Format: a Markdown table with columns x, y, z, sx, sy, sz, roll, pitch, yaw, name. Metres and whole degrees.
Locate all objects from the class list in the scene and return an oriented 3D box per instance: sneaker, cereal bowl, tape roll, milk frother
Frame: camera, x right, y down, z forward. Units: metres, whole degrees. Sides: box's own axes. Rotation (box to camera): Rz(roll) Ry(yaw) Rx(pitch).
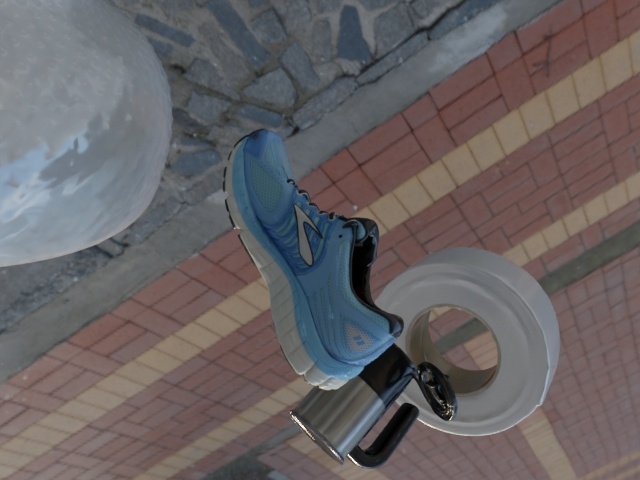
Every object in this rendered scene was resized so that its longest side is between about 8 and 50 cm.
| x | y | z | sx | sy | sz | roll | pitch | yaw | name |
| --- | --- | --- | --- | --- | --- | --- | --- | --- | --- |
| 0.000 | 0.000 | 0.356 | 0.073 | 0.162 | 0.063 | -31 | 160 | 17 | sneaker |
| -0.256 | -0.137 | 0.397 | 0.339 | 0.339 | 0.141 | 7 | 122 | -29 | cereal bowl |
| 0.222 | 0.157 | 0.958 | 0.286 | 0.286 | 0.100 | -51 | 165 | 29 | tape roll |
| 0.060 | 0.182 | 0.666 | 0.135 | 0.129 | 0.143 | -46 | 178 | -19 | milk frother |
